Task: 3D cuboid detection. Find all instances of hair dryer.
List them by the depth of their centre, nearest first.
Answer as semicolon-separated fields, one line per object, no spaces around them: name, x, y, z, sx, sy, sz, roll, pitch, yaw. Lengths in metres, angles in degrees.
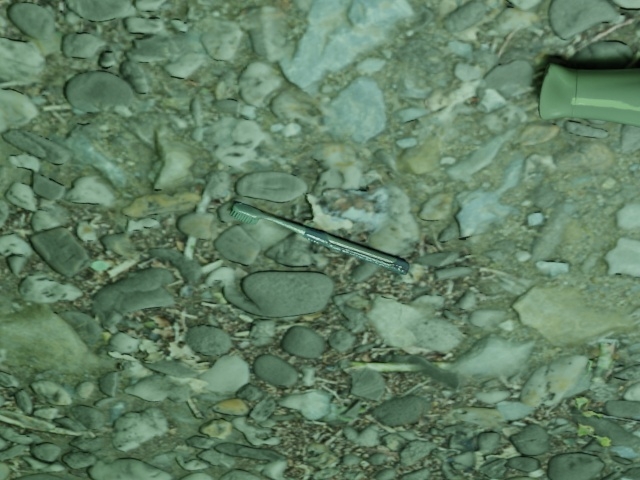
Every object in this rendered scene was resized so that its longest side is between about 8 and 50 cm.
hair dryer;0.328;-0.207;1.466;0.206;0.075;0.237;7;128;4

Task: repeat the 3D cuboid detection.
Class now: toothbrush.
toothbrush;0.000;0.000;1.702;0.220;0.016;0.019;18;134;-17
